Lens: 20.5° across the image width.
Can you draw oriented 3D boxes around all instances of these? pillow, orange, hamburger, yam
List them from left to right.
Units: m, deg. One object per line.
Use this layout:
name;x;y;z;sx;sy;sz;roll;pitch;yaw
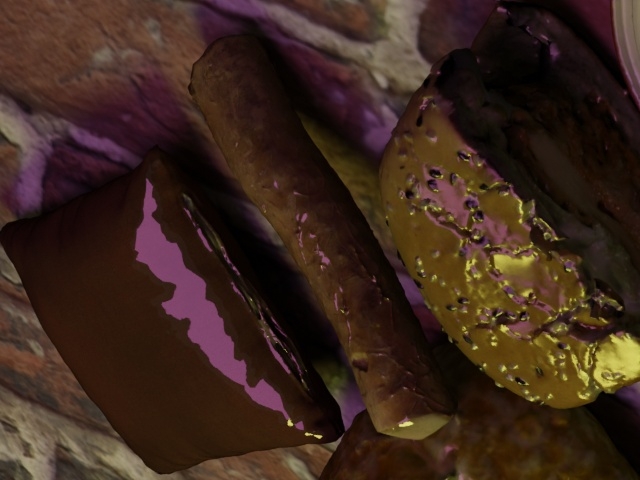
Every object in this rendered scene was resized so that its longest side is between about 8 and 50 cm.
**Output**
pillow;-0.152;0.080;1.638;0.305;0.108;0.308;-19;107;50
yam;0.000;0.000;1.410;0.081;0.081;0.357;-41;72;48
orange;0.115;0.262;1.504;0.271;0.210;0.369;37;135;6
hamburger;0.153;-0.012;1.282;0.288;0.167;0.192;49;135;-5

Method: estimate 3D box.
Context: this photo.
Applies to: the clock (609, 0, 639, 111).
clock;0.331;-0.130;1.121;0.318;0.080;0.318;21;133;24
